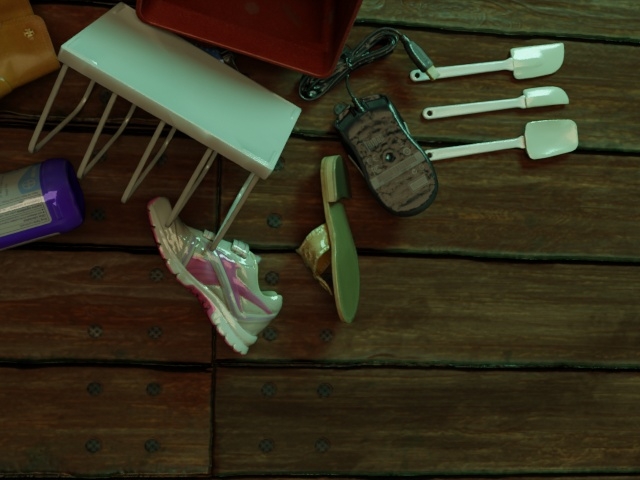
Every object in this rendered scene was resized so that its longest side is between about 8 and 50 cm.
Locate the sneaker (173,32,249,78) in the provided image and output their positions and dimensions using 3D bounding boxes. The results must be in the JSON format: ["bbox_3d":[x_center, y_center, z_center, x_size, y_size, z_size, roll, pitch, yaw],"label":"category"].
[{"bbox_3d":[-0.161,-0.259,1.182,0.084,0.058,0.152,-38,102,2],"label":"sneaker"}]

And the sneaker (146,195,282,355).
[{"bbox_3d":[-0.147,0.033,1.191,0.111,0.103,0.252,-38,104,-8],"label":"sneaker"}]

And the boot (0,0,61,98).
[{"bbox_3d":[-0.440,-0.197,1.096,0.211,0.104,0.295,-15,74,-11],"label":"boot"}]

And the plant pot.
[{"bbox_3d":[-0.062,-0.411,1.077,0.267,0.267,0.235,16,54,-9],"label":"plant pot"}]

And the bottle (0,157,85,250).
[{"bbox_3d":[-0.460,-0.028,1.127,0.283,0.118,0.092,-16,118,-6],"label":"bottle"}]

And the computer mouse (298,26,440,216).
[{"bbox_3d":[0.107,-0.173,1.230,0.184,0.060,0.262,-36,86,0],"label":"computer mouse"}]

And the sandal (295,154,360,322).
[{"bbox_3d":[0.003,0.000,1.228,0.079,0.088,0.240,-5,87,24],"label":"sandal"}]

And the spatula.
[{"bbox_3d":[0.260,-0.198,1.267,0.242,0.019,0.168,-9,96,-7],"label":"spatula"}]

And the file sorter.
[{"bbox_3d":[-0.199,-0.141,1.102,0.278,0.193,0.173,30,122,-7],"label":"file sorter"}]
